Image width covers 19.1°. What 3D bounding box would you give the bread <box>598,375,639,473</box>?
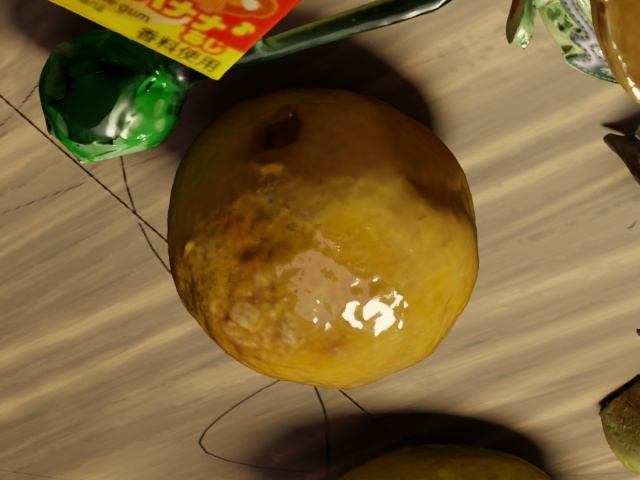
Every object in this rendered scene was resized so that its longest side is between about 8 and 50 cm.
[{"bbox_3d":[0.308,0.161,1.630,0.083,0.094,0.157,25,135,-19],"label":"bread"}]

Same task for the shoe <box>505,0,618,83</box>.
[{"bbox_3d":[0.170,-0.171,1.097,0.128,0.140,0.262,-12,140,34],"label":"shoe"}]

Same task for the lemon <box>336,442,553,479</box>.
[{"bbox_3d":[0.109,0.309,1.744,0.310,0.253,0.253,2,147,5],"label":"lemon"}]

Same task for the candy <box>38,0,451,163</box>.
[{"bbox_3d":[-0.039,-0.129,1.273,0.323,0.097,0.097,-15,142,17],"label":"candy"}]

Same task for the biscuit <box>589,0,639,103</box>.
[{"bbox_3d":[0.241,-0.211,0.981,0.269,0.051,0.376,-27,123,1],"label":"biscuit"}]

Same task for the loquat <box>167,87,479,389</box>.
[{"bbox_3d":[0.000,0.000,1.344,0.238,0.193,0.238,-1,146,-1],"label":"loquat"}]

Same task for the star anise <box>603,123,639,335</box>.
[{"bbox_3d":[0.303,-0.031,1.305,0.212,0.129,0.282,-6,144,13],"label":"star anise"}]

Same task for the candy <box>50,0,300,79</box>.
[{"bbox_3d":[-0.044,-0.216,1.118,0.146,0.088,0.276,26,141,-25],"label":"candy"}]
